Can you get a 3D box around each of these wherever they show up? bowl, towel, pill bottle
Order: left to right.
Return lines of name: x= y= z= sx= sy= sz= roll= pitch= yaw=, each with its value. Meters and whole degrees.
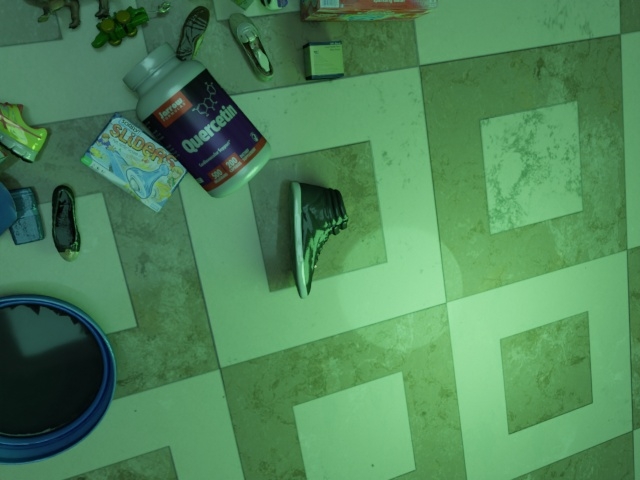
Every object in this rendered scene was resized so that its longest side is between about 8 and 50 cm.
towel: x=-0.646 y=-0.053 z=1.210 sx=0.067 sy=0.029 sz=0.119 roll=-11 pitch=103 yaw=-15
bowl: x=-0.664 y=0.305 z=1.249 sx=0.392 sy=0.077 sz=0.390 roll=-3 pitch=101 yaw=-18
pill bottle: x=-0.269 y=-0.260 z=1.217 sx=0.181 sy=0.181 sz=0.323 roll=-44 pitch=110 yaw=-6

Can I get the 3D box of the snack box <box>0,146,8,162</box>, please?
snack box: x=-0.742 y=-0.194 z=1.076 sx=0.175 sy=0.070 sz=0.207 roll=-30 pitch=104 yaw=23

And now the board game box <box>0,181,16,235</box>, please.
board game box: x=-0.711 y=-0.067 z=1.176 sx=0.169 sy=0.033 sz=0.133 roll=-39 pitch=98 yaw=16

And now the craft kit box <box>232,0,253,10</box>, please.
craft kit box: x=-0.220 y=-0.591 z=1.134 sx=0.247 sy=0.250 sz=0.060 roll=29 pitch=90 yaw=-20

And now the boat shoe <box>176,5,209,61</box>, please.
boat shoe: x=-0.287 y=-0.457 z=1.246 sx=0.050 sy=0.045 sz=0.135 roll=26 pitch=95 yaw=-13

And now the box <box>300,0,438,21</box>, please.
box: x=0.109 y=-0.602 z=1.299 sx=0.300 sy=0.142 sz=0.154 roll=-8 pitch=103 yaw=-17

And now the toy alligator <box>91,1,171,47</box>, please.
toy alligator: x=-0.415 y=-0.477 z=1.196 sx=0.190 sy=0.056 sz=0.051 roll=-35 pitch=77 yaw=-9

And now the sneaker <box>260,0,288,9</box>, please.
sneaker: x=-0.111 y=-0.618 z=1.275 sx=0.071 sy=0.068 sz=0.169 roll=-18 pitch=108 yaw=-38

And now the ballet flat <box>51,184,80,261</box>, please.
ballet flat: x=-0.567 y=-0.036 z=1.229 sx=0.058 sy=0.049 sz=0.173 roll=-6 pitch=102 yaw=-17

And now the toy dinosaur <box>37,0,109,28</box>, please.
toy dinosaur: x=-0.518 y=-0.548 z=1.114 sx=0.296 sy=0.127 sz=0.200 roll=-29 pitch=101 yaw=-17

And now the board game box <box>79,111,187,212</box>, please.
board game box: x=-0.415 y=-0.175 z=1.262 sx=0.201 sy=0.035 sz=0.136 roll=36 pitch=88 yaw=-21

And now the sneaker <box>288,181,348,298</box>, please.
sneaker: x=0.000 y=0.000 z=1.397 sx=0.147 sy=0.104 sz=0.295 roll=-2 pitch=97 yaw=-13

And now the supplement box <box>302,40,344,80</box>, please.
supplement box: x=0.007 y=-0.434 z=1.343 sx=0.083 sy=0.056 sz=0.083 roll=-9 pitch=103 yaw=-17

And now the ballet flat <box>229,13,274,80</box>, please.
ballet flat: x=-0.152 y=-0.451 z=1.288 sx=0.057 sy=0.052 sz=0.168 roll=-34 pitch=109 yaw=-10

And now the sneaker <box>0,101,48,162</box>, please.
sneaker: x=-0.663 y=-0.257 z=1.148 sx=0.208 sy=0.081 sz=0.094 roll=40 pitch=76 yaw=-25
